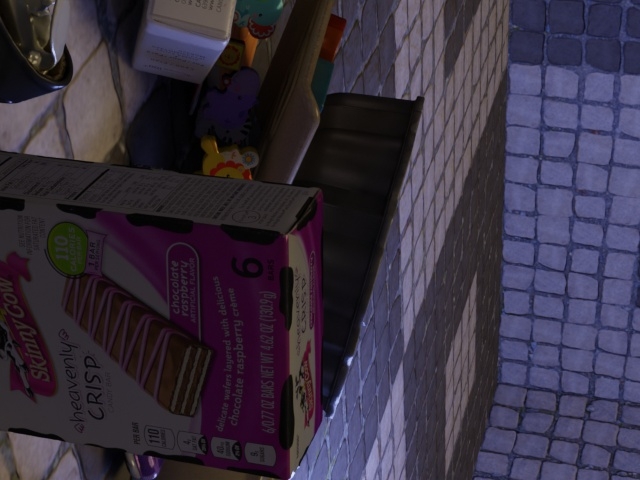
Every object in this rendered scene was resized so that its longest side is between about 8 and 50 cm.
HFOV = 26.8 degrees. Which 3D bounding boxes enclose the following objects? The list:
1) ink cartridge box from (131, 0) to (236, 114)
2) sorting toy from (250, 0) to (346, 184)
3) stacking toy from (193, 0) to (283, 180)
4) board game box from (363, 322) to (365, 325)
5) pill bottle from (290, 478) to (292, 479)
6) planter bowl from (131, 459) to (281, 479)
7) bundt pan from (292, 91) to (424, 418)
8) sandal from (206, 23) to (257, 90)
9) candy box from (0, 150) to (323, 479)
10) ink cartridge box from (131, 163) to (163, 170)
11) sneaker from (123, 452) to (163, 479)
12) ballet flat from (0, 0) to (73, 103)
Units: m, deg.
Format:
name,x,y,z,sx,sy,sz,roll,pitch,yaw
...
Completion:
name,x,y,z,sx,sy,sz,roll,pitch,yaw
ink cartridge box,-0.091,-0.270,1.065,0.261,0.066,0.296,149,-48,-76
sorting toy,-0.040,-0.075,1.168,0.229,0.041,0.307,-83,-166,-46
stacking toy,-0.059,-0.155,1.089,0.167,0.052,0.221,-105,-152,-70
board game box,0.050,0.052,1.808,0.169,0.033,0.133,65,36,-65
pill bottle,-0.072,0.239,1.341,0.087,0.087,0.160,69,31,-61
planter bowl,-0.092,0.216,1.218,0.162,0.109,0.162,8,90,-74
bundt pan,0.000,0.000,1.327,0.331,0.124,0.331,16,90,-89
sandal,-0.040,-0.245,1.238,0.102,0.076,0.265,43,57,-73
candy box,-0.118,0.040,0.786,0.071,0.233,0.159,-54,147,-60
ink cartridge box,-0.149,0.002,1.051,0.063,0.029,0.115,80,24,-49
sneaker,-0.120,0.131,1.141,0.068,0.071,0.170,81,23,-47
ballet flat,-0.181,-0.164,0.767,0.074,0.074,0.203,-67,159,-44
